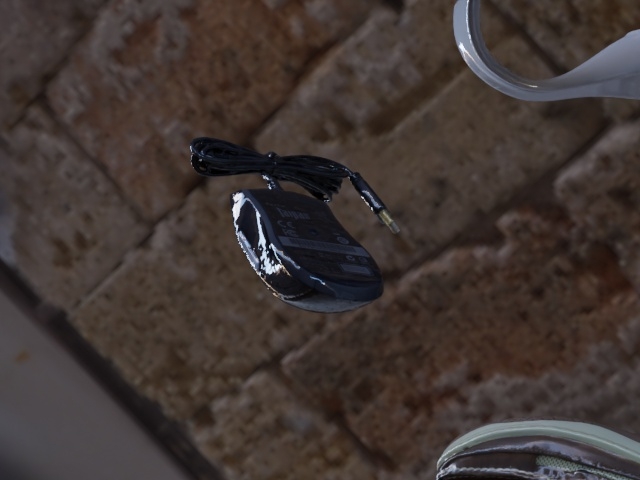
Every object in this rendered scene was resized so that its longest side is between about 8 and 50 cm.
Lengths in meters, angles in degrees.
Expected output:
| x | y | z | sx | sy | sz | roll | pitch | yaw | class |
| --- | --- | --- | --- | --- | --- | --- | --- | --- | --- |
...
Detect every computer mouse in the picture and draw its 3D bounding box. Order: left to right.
| x | y | z | sx | sy | sz | roll | pitch | yaw | class |
| --- | --- | --- | --- | --- | --- | --- | --- | --- | --- |
| 0.000 | 0.000 | 1.300 | 0.262 | 0.184 | 0.060 | 49 | 124 | 47 | computer mouse |

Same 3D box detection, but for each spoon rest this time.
| x | y | z | sx | sy | sz | roll | pitch | yaw | class |
| --- | --- | --- | --- | --- | --- | --- | --- | --- | --- |
| 0.257 | -0.163 | 1.400 | 0.137 | 0.276 | 0.084 | 150 | 130 | -79 | spoon rest |

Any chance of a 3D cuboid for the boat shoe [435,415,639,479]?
| x | y | z | sx | sy | sz | roll | pitch | yaw | class |
| --- | --- | --- | --- | --- | --- | --- | --- | --- | --- |
| 0.173 | 0.170 | 0.890 | 0.257 | 0.095 | 0.095 | 0 | 35 | 35 | boat shoe |
